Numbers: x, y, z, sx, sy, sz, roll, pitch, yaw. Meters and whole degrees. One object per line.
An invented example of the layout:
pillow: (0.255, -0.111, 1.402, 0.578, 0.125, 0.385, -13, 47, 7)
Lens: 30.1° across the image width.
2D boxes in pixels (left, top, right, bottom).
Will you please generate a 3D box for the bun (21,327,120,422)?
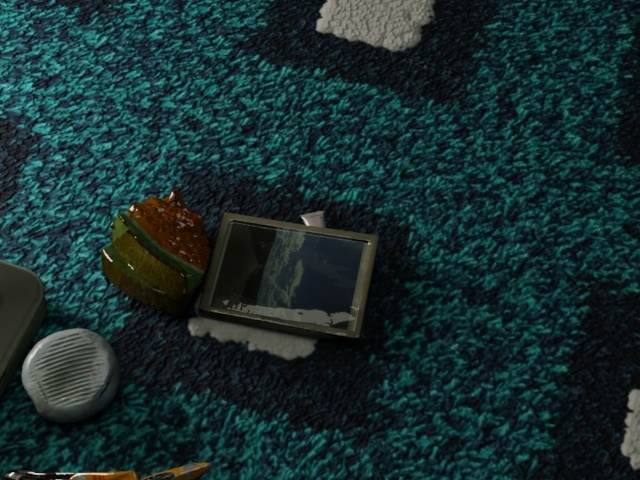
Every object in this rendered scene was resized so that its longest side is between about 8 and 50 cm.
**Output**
bun: (-0.359, 0.198, 1.729, 0.140, 0.083, 0.141, 1, 67, -2)

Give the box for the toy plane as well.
toy plane: (-0.284, 0.359, 1.595, 0.316, 0.103, 0.204, -20, 61, 3)

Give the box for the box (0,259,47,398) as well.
box: (-0.632, 0.157, 1.732, 0.367, 0.090, 0.373, 17, 56, 8)

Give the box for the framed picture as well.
framed picture: (-0.048, 0.056, 1.864, 0.260, 0.023, 0.189, 9, 60, 6)

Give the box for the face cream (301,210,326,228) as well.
face cream: (0.000, 0.000, 1.919, 0.038, 0.020, 0.115, -12, 57, -9)

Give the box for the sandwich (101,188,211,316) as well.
sandwich: (-0.234, 0.023, 1.847, 0.185, 0.109, 0.160, 37, 42, 21)
